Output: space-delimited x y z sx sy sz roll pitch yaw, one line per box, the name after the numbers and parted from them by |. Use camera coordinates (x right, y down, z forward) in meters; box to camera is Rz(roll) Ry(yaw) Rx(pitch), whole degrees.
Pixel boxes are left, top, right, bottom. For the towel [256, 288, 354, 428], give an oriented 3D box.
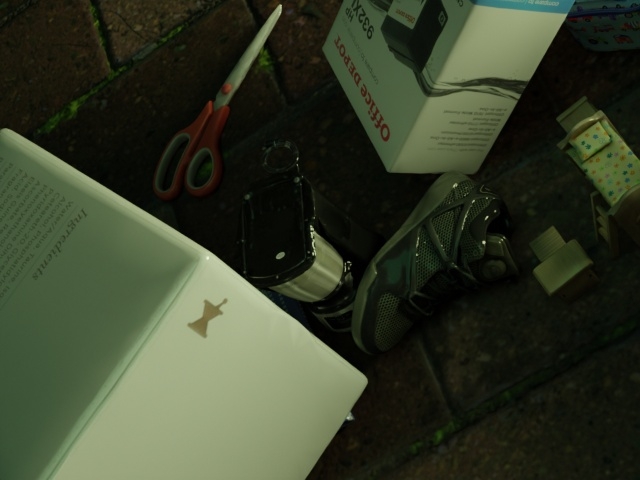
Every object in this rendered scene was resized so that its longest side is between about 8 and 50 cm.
-0.135 0.209 1.624 0.336 0.040 0.243 -36 50 12 | towel

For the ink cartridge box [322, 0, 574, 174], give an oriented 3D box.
0.140 -0.255 1.508 0.223 0.129 0.307 65 143 37 | ink cartridge box

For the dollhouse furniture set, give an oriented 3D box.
0.256 -0.057 1.450 0.161 0.101 0.182 -40 52 11 | dollhouse furniture set

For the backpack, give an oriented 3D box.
0.314 -0.294 1.485 0.158 0.173 0.117 5 70 34 | backpack

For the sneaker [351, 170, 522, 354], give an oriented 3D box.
0.130 0.039 1.495 0.227 0.087 0.130 -52 44 -6 | sneaker

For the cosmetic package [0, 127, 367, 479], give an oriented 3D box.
-0.238 0.140 1.487 0.393 0.329 0.327 29 81 42 | cosmetic package

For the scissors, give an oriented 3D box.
-0.140 -0.186 1.826 0.109 0.021 0.297 9 74 38 | scissors

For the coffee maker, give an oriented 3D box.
0.000 0.000 1.540 0.120 0.178 0.171 8 74 34 | coffee maker
